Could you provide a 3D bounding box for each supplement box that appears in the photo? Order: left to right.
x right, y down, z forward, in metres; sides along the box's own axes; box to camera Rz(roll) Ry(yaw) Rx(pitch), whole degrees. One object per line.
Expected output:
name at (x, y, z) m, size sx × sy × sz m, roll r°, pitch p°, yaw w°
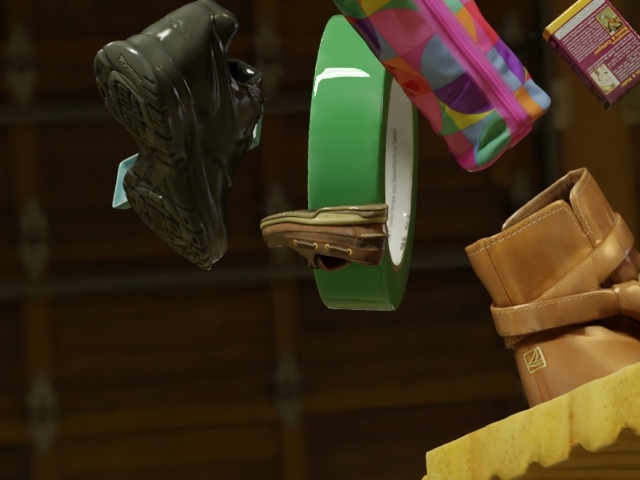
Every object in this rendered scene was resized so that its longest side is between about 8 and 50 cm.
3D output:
supplement box at (0.226, -0.154, 1.600) m, size 0.055 × 0.083 × 0.043 m, roll -39°, pitch -3°, yaw 0°

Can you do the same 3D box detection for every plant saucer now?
plant saucer at (-0.136, -0.089, 2.063) m, size 0.192 × 0.067 × 0.018 m, roll -23°, pitch -49°, yaw 28°

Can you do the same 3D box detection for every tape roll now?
tape roll at (0.050, -0.084, 2.155) m, size 0.077 × 0.321 × 0.321 m, roll 2°, pitch -1°, yaw 9°

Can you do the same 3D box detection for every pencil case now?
pencil case at (0.087, -0.168, 1.603) m, size 0.104 × 0.236 × 0.104 m, roll -35°, pitch 19°, yaw 14°

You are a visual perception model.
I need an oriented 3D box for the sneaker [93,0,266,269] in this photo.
sneaker at (-0.099, -0.084, 1.675) m, size 0.130 × 0.109 × 0.286 m, roll -40°, pitch -28°, yaw -23°

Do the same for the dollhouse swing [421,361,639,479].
dollhouse swing at (0.234, 0.212, 0.759) m, size 0.315 × 0.305 × 0.347 m, roll 2°, pitch -14°, yaw -19°

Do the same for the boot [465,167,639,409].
boot at (0.207, 0.056, 1.295) m, size 0.109 × 0.220 × 0.283 m, roll -30°, pitch -1°, yaw 42°

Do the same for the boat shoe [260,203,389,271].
boat shoe at (0.001, 0.000, 1.849) m, size 0.064 × 0.060 × 0.178 m, roll -5°, pitch 0°, yaw -34°
